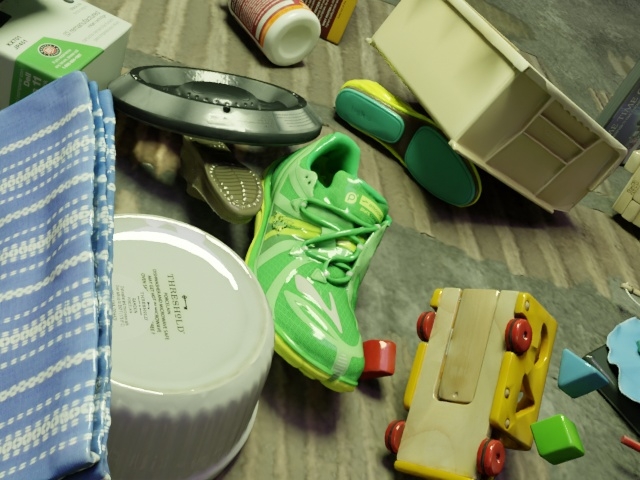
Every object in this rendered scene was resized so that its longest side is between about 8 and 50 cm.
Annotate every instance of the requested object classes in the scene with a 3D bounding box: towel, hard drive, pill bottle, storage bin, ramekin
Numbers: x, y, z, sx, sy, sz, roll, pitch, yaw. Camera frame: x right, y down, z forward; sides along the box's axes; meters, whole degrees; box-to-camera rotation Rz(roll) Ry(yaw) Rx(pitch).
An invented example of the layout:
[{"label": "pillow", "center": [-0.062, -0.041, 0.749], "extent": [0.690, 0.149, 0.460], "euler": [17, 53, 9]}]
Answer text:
[{"label": "towel", "center": [-0.246, 0.032, 0.483], "extent": [0.243, 0.040, 0.336], "euler": [-20, 47, 5]}, {"label": "hard drive", "center": [0.348, 0.165, 0.806], "extent": [0.094, 0.022, 0.135], "euler": [-13, 55, -40]}, {"label": "pill bottle", "center": [-0.072, -0.316, 1.036], "extent": [0.086, 0.086, 0.152], "euler": [-12, 54, -39]}, {"label": "storage bin", "center": [0.225, -0.186, 0.973], "extent": [0.260, 0.123, 0.262], "euler": [23, 27, -40]}, {"label": "ramekin", "center": [-0.131, 0.075, 0.555], "extent": [0.207, 0.109, 0.207], "euler": [16, 41, -15]}]

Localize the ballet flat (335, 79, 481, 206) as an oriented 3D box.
[{"label": "ballet flat", "center": [0.122, -0.133, 0.960], "extent": [0.231, 0.077, 0.077], "euler": [40, 38, 17]}]

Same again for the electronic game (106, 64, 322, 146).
[{"label": "electronic game", "center": [-0.110, -0.143, 0.810], "extent": [0.229, 0.048, 0.229], "euler": [10, 20, -4]}]

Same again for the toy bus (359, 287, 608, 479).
[{"label": "toy bus", "center": [0.133, 0.140, 0.638], "extent": [0.104, 0.202, 0.191], "euler": [37, 19, -41]}]

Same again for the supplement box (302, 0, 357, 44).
[{"label": "supplement box", "center": [-0.016, -0.434, 1.114], "extent": [0.194, 0.191, 0.129], "euler": [23, 39, -5]}]

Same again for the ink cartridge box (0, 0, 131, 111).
[{"label": "ink cartridge box", "center": [-0.322, -0.202, 0.762], "extent": [0.208, 0.087, 0.153], "euler": [25, 39, -3]}]

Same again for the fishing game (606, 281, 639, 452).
[{"label": "fishing game", "center": [0.395, 0.150, 0.801], "extent": [0.189, 0.041, 0.264], "euler": [29, 39, 5]}]

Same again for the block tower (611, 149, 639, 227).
[{"label": "block tower", "center": [0.556, -0.001, 1.009], "extent": [0.335, 0.097, 0.091], "euler": [41, 32, 28]}]

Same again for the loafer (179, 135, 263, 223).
[{"label": "loafer", "center": [-0.100, -0.056, 0.747], "extent": [0.056, 0.050, 0.148], "euler": [1, 34, -30]}]

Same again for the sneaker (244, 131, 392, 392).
[{"label": "sneaker", "center": [0.000, 0.000, 0.691], "extent": [0.109, 0.123, 0.295], "euler": [31, 34, -32]}]

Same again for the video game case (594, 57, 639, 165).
[{"label": "video game case", "center": [0.554, -0.193, 1.182], "extent": [0.274, 0.196, 0.026], "euler": [5, 42, -26]}]
